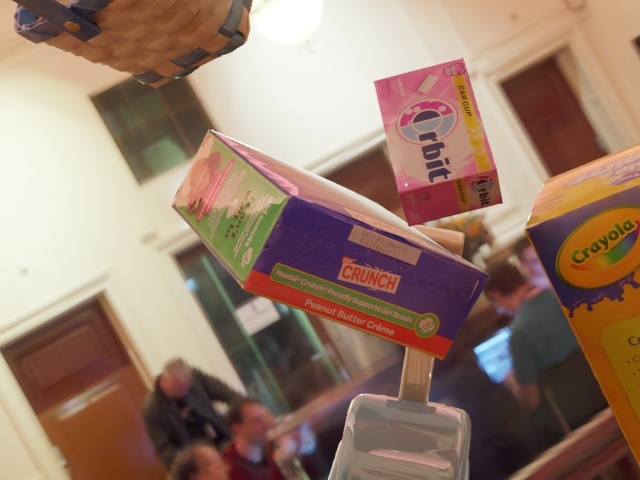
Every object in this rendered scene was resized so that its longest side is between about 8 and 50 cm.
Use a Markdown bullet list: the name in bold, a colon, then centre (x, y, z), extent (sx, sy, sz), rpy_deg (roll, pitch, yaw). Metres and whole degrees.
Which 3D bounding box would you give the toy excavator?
- **toy excavator**: centre (0.120, 0.236, 1.641), extent (0.222, 0.445, 0.433), rpy_deg (11, 15, 6)

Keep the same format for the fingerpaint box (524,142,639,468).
- **fingerpaint box**: centre (0.484, 0.042, 1.223), extent (0.444, 0.371, 0.163), rpy_deg (-23, 12, 25)

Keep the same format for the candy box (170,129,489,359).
- **candy box**: centre (0.000, 0.000, 1.467), extent (0.122, 0.268, 0.317), rpy_deg (-65, 26, 6)

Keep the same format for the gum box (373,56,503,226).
- **gum box**: centre (0.128, -0.115, 1.396), extent (0.107, 0.188, 0.062), rpy_deg (-14, -40, 6)

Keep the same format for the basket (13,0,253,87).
- **basket**: centre (-0.187, -0.273, 1.030), extent (0.201, 0.289, 0.255), rpy_deg (-14, 51, 41)
